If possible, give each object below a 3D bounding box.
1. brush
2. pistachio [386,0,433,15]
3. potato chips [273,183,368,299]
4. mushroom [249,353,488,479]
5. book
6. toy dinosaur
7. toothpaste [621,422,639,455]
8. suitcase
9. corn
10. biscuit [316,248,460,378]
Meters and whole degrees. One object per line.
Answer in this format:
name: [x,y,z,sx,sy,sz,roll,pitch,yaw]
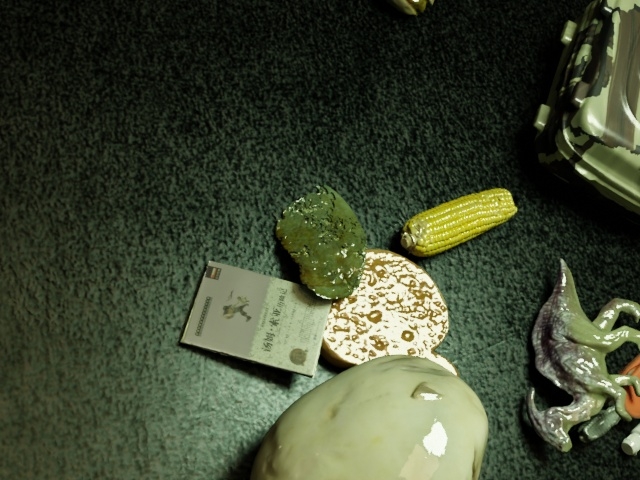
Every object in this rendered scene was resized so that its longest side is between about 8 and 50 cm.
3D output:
brush: [0.488,0.208,1.618,0.323,0.051,0.070,-30,88,-31]
pistachio: [0.131,-0.432,1.730,0.113,0.113,0.149,-26,94,-27]
potato chips: [0.000,0.000,1.514,0.142,0.026,0.209,14,48,7]
mushroom: [0.095,0.319,1.313,0.336,0.314,0.314,47,58,-23]
book: [-0.082,0.104,1.447,0.182,0.014,0.127,15,63,0]
toy dinosaur: [0.386,0.167,1.563,0.162,0.077,0.294,8,52,7]
toothpaste: [0.515,0.262,1.615,0.190,0.031,0.048,-30,78,-31]
suitcase: [0.521,-0.195,1.721,0.339,0.194,0.351,29,62,-14]
corn: [0.204,-0.028,1.599,0.206,0.067,0.067,-21,77,-27]
biscuit: [0.096,0.150,1.497,0.202,0.044,0.288,-13,74,-21]
